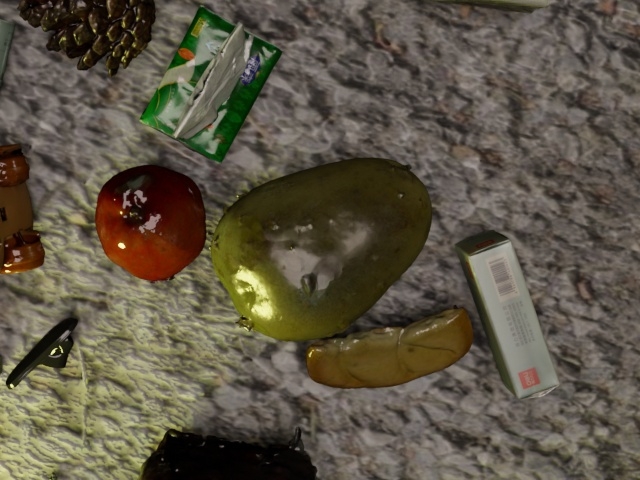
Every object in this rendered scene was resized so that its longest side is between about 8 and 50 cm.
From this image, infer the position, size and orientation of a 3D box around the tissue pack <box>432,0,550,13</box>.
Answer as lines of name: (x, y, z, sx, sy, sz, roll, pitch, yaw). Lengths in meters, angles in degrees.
tissue pack: (0.255, -0.471, 1.764, 0.225, 0.124, 0.185, 6, 96, -7)

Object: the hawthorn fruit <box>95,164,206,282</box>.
hawthorn fruit: (-0.265, -0.033, 1.718, 0.185, 0.202, 0.185, -1, 81, 4)

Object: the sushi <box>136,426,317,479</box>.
sushi: (-0.157, 0.458, 1.751, 0.294, 0.299, 0.281, 4, 124, -4)

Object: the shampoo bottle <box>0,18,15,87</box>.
shampoo bottle: (-0.530, -0.255, 1.740, 0.056, 0.056, 0.195, 14, 96, -8)

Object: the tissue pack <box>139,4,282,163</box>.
tissue pack: (-0.173, -0.243, 1.731, 0.148, 0.156, 0.209, 29, 92, -11)

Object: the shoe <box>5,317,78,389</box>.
shoe: (-0.444, 0.193, 1.802, 0.159, 0.062, 0.053, -42, 112, -1)

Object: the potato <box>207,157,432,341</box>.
potato: (0.013, 0.014, 1.747, 0.359, 0.219, 0.269, -21, 100, -5)

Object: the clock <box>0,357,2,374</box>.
clock: (-0.615, 0.168, 1.777, 0.151, 0.062, 0.191, -23, 98, -3)

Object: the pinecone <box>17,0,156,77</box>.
pinecone: (-0.354, -0.352, 1.682, 0.205, 0.179, 0.184, 5, 75, -8)

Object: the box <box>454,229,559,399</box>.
box: (0.309, 0.122, 1.838, 0.079, 0.135, 0.269, -20, 98, 0)

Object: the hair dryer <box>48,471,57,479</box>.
hair dryer: (-0.433, 0.485, 1.847, 0.100, 0.057, 0.197, -13, 89, -5)

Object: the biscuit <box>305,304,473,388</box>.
biscuit: (0.116, 0.190, 1.821, 0.299, 0.045, 0.154, -13, 137, -15)

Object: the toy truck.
toy truck: (-0.565, -0.029, 1.667, 0.212, 0.288, 0.204, -5, 101, 19)
